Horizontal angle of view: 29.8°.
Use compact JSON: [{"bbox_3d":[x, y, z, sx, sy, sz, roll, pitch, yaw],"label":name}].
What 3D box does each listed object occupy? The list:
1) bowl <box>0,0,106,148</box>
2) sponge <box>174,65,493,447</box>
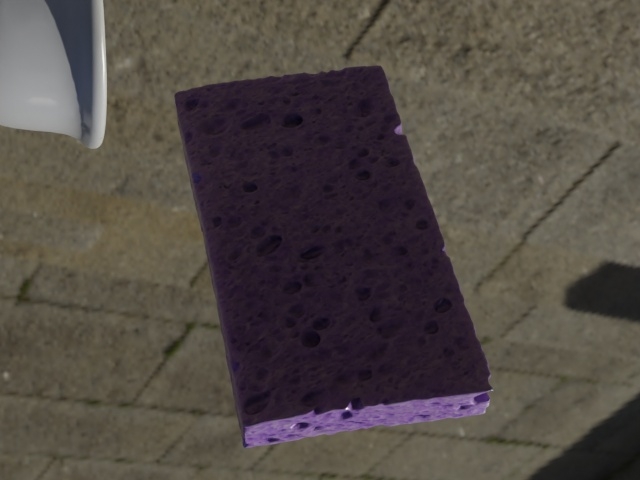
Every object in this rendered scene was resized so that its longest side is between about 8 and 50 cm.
[{"bbox_3d":[-0.230,-0.203,0.805,0.134,0.298,0.298,-7,143,-14],"label":"bowl"},{"bbox_3d":[0.000,0.000,0.603,0.117,0.210,0.031,-8,144,-10],"label":"sponge"}]
